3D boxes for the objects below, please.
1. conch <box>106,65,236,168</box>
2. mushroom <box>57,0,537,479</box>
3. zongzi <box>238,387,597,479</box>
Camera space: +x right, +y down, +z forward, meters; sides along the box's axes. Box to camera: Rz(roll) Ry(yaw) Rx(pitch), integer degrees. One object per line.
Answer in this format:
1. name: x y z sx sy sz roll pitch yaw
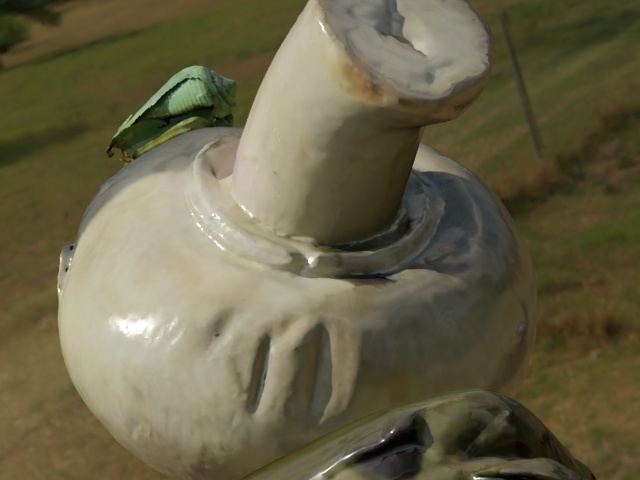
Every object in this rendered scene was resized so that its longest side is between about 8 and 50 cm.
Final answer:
1. conch: -0.154 -0.115 1.466 0.170 0.079 0.106 -33 46 21
2. mushroom: 0.010 0.030 0.882 0.356 0.315 0.315 -19 10 41
3. zongzi: -0.037 0.133 0.607 0.447 0.181 0.418 -50 46 1
